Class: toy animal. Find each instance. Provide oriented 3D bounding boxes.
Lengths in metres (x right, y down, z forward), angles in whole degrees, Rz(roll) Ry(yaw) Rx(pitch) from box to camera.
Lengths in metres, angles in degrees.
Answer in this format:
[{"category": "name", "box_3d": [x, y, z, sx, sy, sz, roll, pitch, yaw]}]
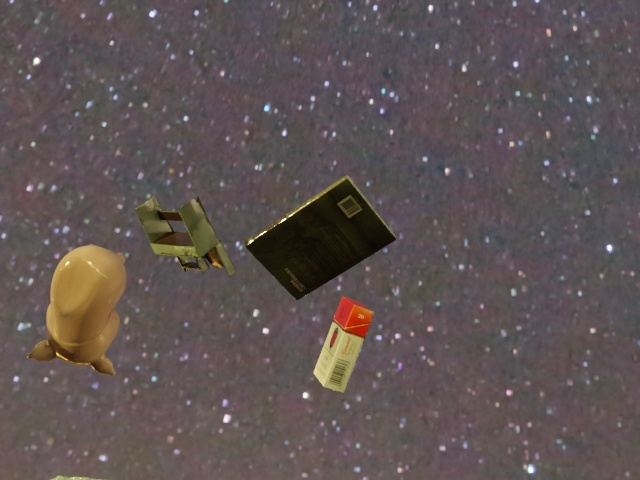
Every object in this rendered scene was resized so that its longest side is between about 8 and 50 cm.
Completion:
[{"category": "toy animal", "box_3d": [-0.465, 0.134, 1.817, 0.166, 0.154, 0.250, 15, -78, 10]}]

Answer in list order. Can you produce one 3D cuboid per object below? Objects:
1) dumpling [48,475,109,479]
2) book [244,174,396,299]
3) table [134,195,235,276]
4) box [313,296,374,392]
[{"category": "dumpling", "box_3d": [-0.340, 0.493, 1.427, 0.270, 0.211, 0.320, 11, -20, -6]}, {"category": "book", "box_3d": [0.000, 0.000, 1.650, 0.228, 0.024, 0.160, -32, -62, 16]}, {"category": "table", "box_3d": [-0.261, 0.001, 1.757, 0.146, 0.062, 0.175, 3, -56, 46]}, {"category": "box", "box_3d": [0.040, 0.182, 1.610, 0.048, 0.100, 0.152, 18, -88, -14]}]
